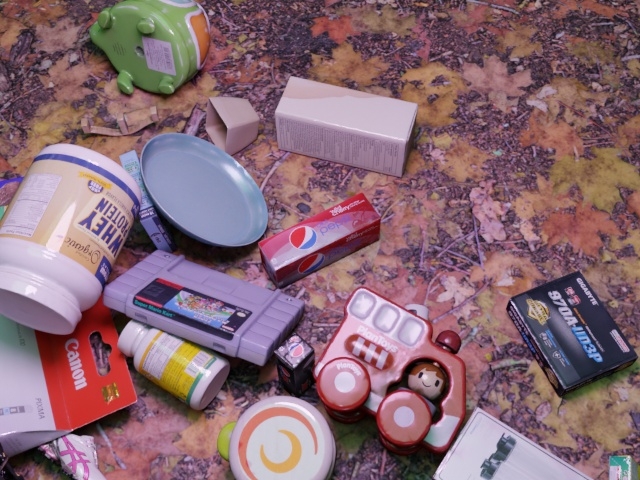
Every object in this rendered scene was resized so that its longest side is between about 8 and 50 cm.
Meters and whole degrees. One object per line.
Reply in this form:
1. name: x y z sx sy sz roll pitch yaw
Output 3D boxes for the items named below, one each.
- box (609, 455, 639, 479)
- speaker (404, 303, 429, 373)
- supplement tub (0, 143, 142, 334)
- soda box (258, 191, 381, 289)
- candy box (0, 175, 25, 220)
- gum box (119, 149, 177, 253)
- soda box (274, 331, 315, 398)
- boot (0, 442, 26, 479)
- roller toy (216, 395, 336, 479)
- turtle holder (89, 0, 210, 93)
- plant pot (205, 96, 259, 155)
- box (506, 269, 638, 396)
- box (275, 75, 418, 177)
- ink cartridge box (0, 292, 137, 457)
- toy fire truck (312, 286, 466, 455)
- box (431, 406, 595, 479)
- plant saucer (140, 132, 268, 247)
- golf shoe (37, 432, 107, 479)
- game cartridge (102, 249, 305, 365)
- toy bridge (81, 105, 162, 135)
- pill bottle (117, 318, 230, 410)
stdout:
1. box: 0.561 0.462 1.447 0.043 0.179 0.105 -12 51 36
2. speaker: 0.190 0.202 1.662 0.055 0.055 0.136 8 60 6
3. supplement tub: -0.502 -0.001 1.566 0.228 0.228 0.316 13 63 9
4. soda box: 0.000 0.000 1.766 0.263 0.092 0.083 -26 61 -14
5. candy box: -0.697 0.010 1.755 0.317 0.122 0.268 -13 61 -5
6. gum box: -0.378 -0.081 1.783 0.041 0.157 0.184 -23 61 -5
7. soda box: -0.047 0.245 1.573 0.053 0.169 0.060 40 67 21
8. boot: -0.504 0.441 1.383 0.284 0.378 0.138 14 21 4
9. roller toy: -0.065 0.394 1.497 0.191 0.146 0.209 -36 70 -9
10. turtle holder: -0.417 -0.497 2.022 0.320 0.243 0.227 -9 30 42
11. plant pot: -0.206 -0.279 1.938 0.096 0.109 0.109 -20 60 -25
12. box: 0.512 0.188 1.667 0.175 0.051 0.220 -20 60 -11
13. box: 0.061 -0.265 1.897 0.311 0.148 0.121 15 60 8
14. ink cartridge box: -0.587 0.256 1.591 0.384 0.091 0.308 -22 50 -10
15. toy fire truck: 0.143 0.252 1.542 0.302 0.169 0.254 27 74 15
16. box: 0.364 0.459 1.484 0.290 0.087 0.169 30 64 17
17. plant saucer: -0.258 -0.104 1.775 0.317 0.044 0.318 28 37 -24
18. golf shoe: -0.455 0.411 1.538 0.186 0.067 0.086 35 64 20
19. game cartridge: -0.231 0.126 1.646 0.355 0.068 0.230 19 20 12
20. toy bridge: -0.477 -0.281 1.962 0.188 0.063 0.026 -10 59 -3
21. pill bottle: -0.293 0.235 1.606 0.208 0.118 0.118 30 64 12
